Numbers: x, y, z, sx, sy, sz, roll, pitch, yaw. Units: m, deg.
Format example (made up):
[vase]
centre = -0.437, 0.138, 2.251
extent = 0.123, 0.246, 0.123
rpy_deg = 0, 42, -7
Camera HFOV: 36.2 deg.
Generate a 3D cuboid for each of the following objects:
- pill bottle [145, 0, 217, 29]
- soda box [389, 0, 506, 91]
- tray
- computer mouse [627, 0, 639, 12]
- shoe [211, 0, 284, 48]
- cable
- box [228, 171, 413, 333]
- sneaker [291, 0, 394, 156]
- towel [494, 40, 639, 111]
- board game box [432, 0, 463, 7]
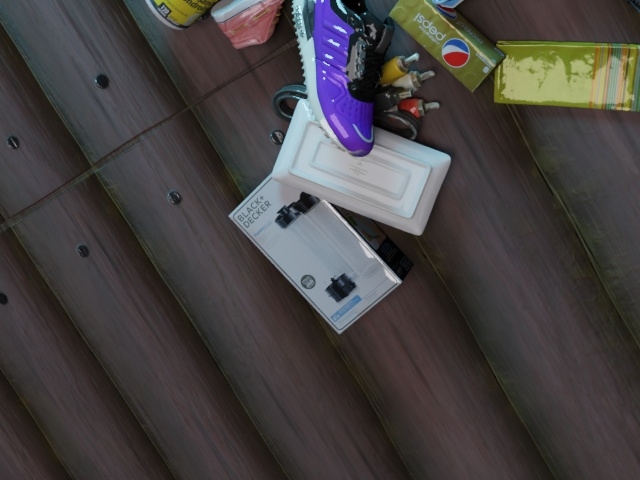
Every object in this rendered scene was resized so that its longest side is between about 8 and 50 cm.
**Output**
[pill bottle]
centre = -0.197, -0.437, 1.605
extent = 0.184, 0.103, 0.103
rpy_deg = -35, 96, 28
[soda box]
centre = 0.197, -0.318, 1.520
extent = 0.181, 0.058, 0.061
rpy_deg = 44, 127, 5
[tray]
centre = 0.064, -0.118, 1.604
extent = 0.270, 0.030, 0.145
rpy_deg = 21, 101, 3
[computer mouse]
centre = 0.458, -0.410, 1.307
extent = 0.188, 0.072, 0.272
rpy_deg = 44, 148, 24
[shoe]
centre = -0.086, -0.385, 1.613
extent = 0.178, 0.063, 0.081
rpy_deg = -27, 130, 11
[cable]
centre = 0.062, -0.226, 1.636
extent = 0.287, 0.072, 0.139
rpy_deg = -4, 127, 34
[box]
centre = 0.000, 0.000, 1.712
extent = 0.169, 0.087, 0.290
rpy_deg = -41, 92, 28
[sneaker]
centre = 0.053, -0.281, 1.517
extent = 0.146, 0.102, 0.293
rpy_deg = -20, 79, 33
[towel]
centre = 0.386, -0.253, 1.507
extent = 0.237, 0.021, 0.102
rpy_deg = 6, 111, 19
[board game box]
centre = 0.205, -0.592, 1.371
extent = 0.390, 0.050, 0.390
rpy_deg = -35, 89, 37
